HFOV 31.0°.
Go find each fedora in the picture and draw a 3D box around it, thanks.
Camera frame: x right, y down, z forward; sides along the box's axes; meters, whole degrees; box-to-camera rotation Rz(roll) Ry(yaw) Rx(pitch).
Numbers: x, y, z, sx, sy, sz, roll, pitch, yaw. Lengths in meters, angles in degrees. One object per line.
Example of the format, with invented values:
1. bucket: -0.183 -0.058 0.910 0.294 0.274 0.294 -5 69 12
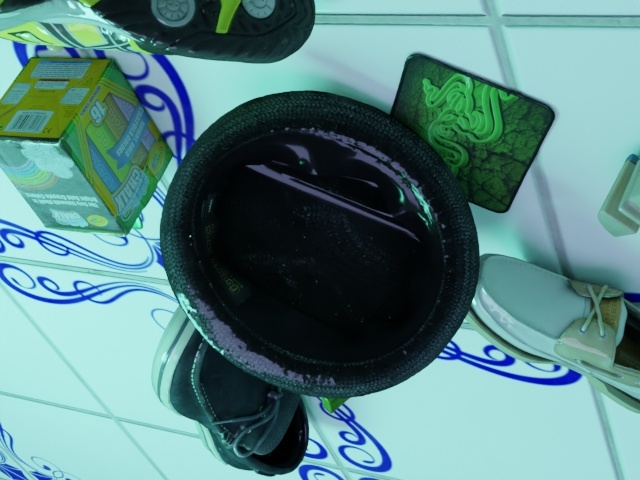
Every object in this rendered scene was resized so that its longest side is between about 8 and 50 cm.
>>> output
1. fedora: 0.000 0.000 1.233 0.334 0.334 0.152 28 -174 -3

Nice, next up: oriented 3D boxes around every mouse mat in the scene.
1. mouse mat: 0.141 -0.102 1.162 0.152 0.007 0.190 23 148 6

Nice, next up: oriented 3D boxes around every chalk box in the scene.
1. chalk box: -0.272 -0.094 1.354 0.132 0.132 0.213 6 144 28

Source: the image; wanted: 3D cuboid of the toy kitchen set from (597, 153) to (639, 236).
1. toy kitchen set: 0.372 -0.039 1.018 0.166 0.122 0.207 32 168 -11

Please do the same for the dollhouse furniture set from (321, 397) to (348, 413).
1. dollhouse furniture set: -0.013 0.159 1.551 0.151 0.058 0.076 44 160 29

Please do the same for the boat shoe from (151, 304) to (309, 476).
1. boat shoe: -0.110 0.208 1.634 0.156 0.187 0.500 20 155 19

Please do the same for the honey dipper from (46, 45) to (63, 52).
1. honey dipper: -0.292 -0.238 1.163 0.161 0.030 0.030 51 167 39

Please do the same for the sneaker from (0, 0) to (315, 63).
1. sneaker: -0.194 -0.241 1.055 0.384 0.145 0.147 10 177 -9

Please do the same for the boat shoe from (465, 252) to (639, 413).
1. boat shoe: 0.289 0.089 1.249 0.302 0.113 0.103 25 149 -19
